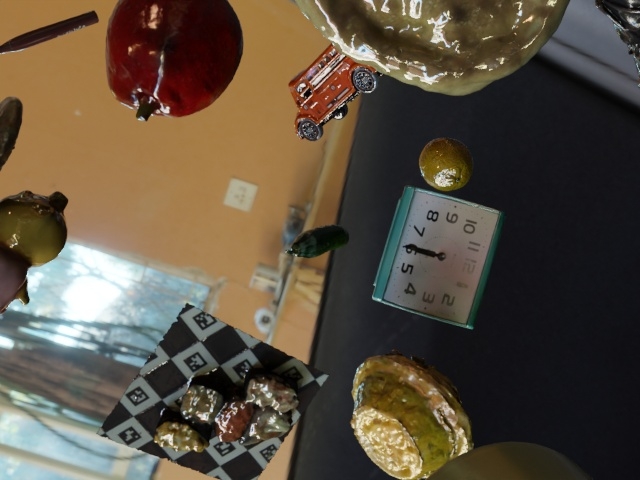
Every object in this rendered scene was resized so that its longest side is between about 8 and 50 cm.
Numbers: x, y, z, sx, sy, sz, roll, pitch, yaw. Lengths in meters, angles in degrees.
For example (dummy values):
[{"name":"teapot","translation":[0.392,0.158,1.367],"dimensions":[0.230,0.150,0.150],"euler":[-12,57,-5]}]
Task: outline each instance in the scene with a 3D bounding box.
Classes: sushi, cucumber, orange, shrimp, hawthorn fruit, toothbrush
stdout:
[{"name":"sushi","translation":[-0.174,0.283,1.312],"dimensions":[0.294,0.292,0.059],"euler":[-57,18,18]},{"name":"cucumber","translation":[0.000,0.000,1.567],"dimensions":[0.250,0.056,0.056],"euler":[-18,-50,-63]},{"name":"orange","translation":[0.201,-0.120,1.270],"dimensions":[0.095,0.085,0.085],"euler":[-108,30,-47]},{"name":"shrimp","translation":[-0.617,-0.120,1.435],"dimensions":[0.317,0.077,0.168],"euler":[-57,31,13]},{"name":"hawthorn fruit","translation":[-0.297,-0.358,1.545],"dimensions":[0.265,0.265,0.307],"euler":[116,177,-66]},{"name":"toothbrush","translation":[-0.735,-0.513,2.031],"dimensions":[0.364,0.041,0.041],"euler":[-28,-16,-23]}]

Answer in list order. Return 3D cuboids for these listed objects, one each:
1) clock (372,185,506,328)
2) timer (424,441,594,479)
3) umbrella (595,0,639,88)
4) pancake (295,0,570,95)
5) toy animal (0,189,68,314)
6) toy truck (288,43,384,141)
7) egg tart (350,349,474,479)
[{"name":"clock","translation":[0.255,0.036,1.732],"dimensions":[0.116,0.231,0.262],"euler":[37,-111,-81]},{"name":"timer","translation":[0.238,0.373,0.743],"dimensions":[0.315,0.290,0.291],"euler":[-167,95,-73]},{"name":"umbrella","translation":[0.547,-0.363,1.344],"dimensions":[0.110,0.272,0.122],"euler":[-29,36,20]},{"name":"pancake","translation":[0.086,-0.226,0.620],"dimensions":[0.222,0.236,0.042],"euler":[-31,17,12]},{"name":"toy animal","translation":[-0.566,0.017,1.439],"dimensions":[0.169,0.195,0.281],"euler":[-1,46,55]},{"name":"toy truck","translation":[0.032,-0.281,1.392],"dimensions":[0.252,0.114,0.107],"euler":[-34,8,48]},{"name":"egg tart","translation":[0.151,0.341,1.466],"dimensions":[0.118,0.288,0.288],"euler":[-37,-20,-37]}]
